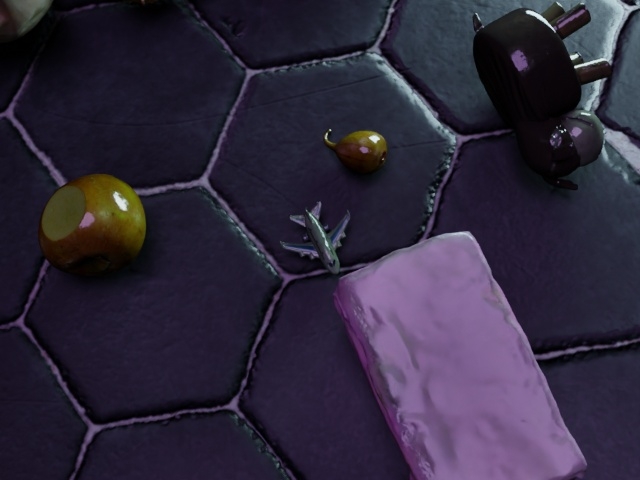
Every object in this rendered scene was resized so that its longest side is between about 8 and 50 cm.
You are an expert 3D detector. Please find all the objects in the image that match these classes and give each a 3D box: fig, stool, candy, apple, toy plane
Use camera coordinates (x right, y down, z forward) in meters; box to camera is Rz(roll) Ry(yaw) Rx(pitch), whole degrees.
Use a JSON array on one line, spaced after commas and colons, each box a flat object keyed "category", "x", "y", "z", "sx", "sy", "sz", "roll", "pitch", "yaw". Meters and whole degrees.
[{"category": "fig", "x": 0.035, "y": -0.101, "z": 1.154, "sx": 0.083, "sy": 0.050, "sz": 0.050, "roll": 24, "pitch": 73, "yaw": 32}, {"category": "stool", "x": 0.242, "y": -0.161, "z": 1.115, "sx": 0.121, "sy": 0.125, "sz": 0.217, "roll": -26, "pitch": 79, "yaw": -6}, {"category": "candy", "x": 0.129, "y": 0.140, "z": 1.017, "sx": 0.155, "sy": 0.116, "sz": 0.265, "roll": -21, "pitch": 71, "yaw": -5}, {"category": "apple", "x": -0.241, "y": -0.016, "z": 1.120, "sx": 0.114, "sy": 0.099, "sz": 0.102, "roll": -22, "pitch": 60, "yaw": 25}, {"category": "toy plane", "x": 0.000, "y": 0.001, "z": 1.124, "sx": 0.080, "sy": 0.033, "sz": 0.083, "roll": -25, "pitch": 76, "yaw": -5}]

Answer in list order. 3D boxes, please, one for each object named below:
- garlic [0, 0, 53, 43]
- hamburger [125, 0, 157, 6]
[{"category": "garlic", "x": -0.464, "y": -0.297, "z": 1.190, "sx": 0.313, "sy": 0.249, "sz": 0.286, "roll": 38, "pitch": 59, "yaw": 1}, {"category": "hamburger", "x": -0.200, "y": -0.435, "z": 1.231, "sx": 0.318, "sy": 0.158, "sz": 0.319, "roll": 2, "pitch": 72, "yaw": -7}]
